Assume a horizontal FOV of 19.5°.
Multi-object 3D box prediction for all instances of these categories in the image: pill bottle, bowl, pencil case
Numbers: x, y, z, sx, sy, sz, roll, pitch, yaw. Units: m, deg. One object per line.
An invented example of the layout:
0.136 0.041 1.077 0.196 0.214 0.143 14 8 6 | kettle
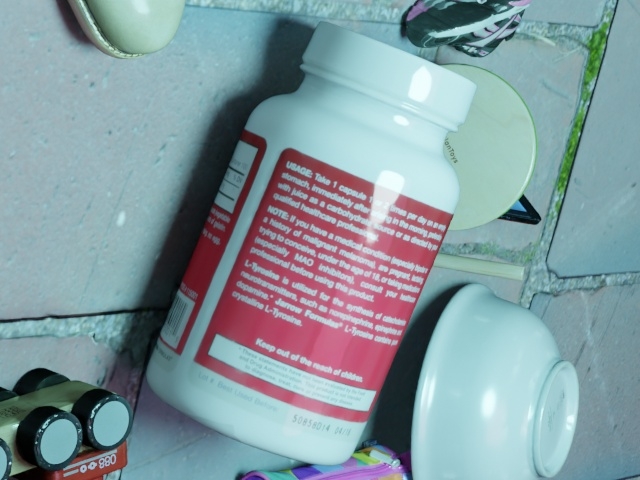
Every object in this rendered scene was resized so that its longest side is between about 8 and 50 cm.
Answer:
0.000 0.000 1.864 0.229 0.229 0.407 18 96 -51 | pill bottle
0.226 0.205 2.238 0.298 0.134 0.297 -33 127 -58 | bowl
0.008 0.293 2.138 0.236 0.104 0.104 -9 116 -47 | pencil case

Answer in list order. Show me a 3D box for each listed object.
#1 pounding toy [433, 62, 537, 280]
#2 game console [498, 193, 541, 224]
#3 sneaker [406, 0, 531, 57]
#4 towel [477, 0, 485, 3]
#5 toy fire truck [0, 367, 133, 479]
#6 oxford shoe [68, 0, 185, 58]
0.151 -0.075 2.069 0.110 0.183 0.236 -4 96 -81 | pounding toy
0.210 -0.093 2.174 0.144 0.124 0.085 8 130 -50 | game console
0.168 -0.233 2.062 0.178 0.072 0.077 -19 134 -35 | sneaker
0.217 -0.366 2.007 0.197 0.029 0.144 -60 167 -28 | towel
-0.296 0.263 1.759 0.217 0.158 0.246 -17 111 -44 | toy fire truck
-0.145 -0.331 1.585 0.140 0.146 0.397 -25 127 -39 | oxford shoe
